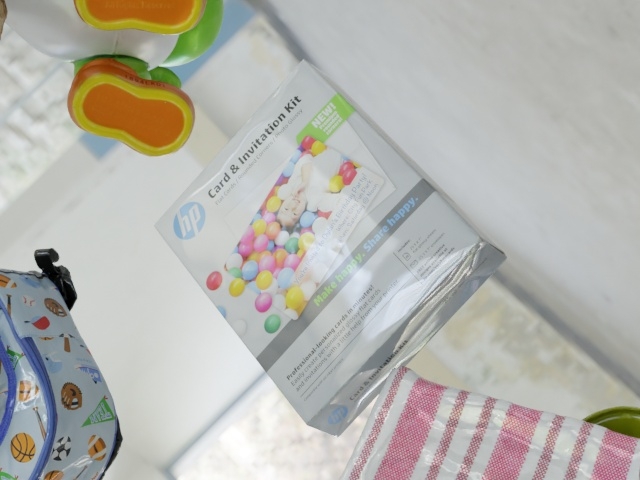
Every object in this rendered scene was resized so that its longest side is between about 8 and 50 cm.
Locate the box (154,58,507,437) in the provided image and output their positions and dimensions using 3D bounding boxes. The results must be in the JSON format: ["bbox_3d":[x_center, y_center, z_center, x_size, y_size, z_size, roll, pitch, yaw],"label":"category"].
[{"bbox_3d":[0.000,0.000,0.833,0.038,0.145,0.186,32,-166,-51],"label":"box"}]

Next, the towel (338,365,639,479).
[{"bbox_3d":[0.101,0.146,0.714,0.197,0.144,0.029,15,145,17],"label":"towel"}]

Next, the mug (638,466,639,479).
[{"bbox_3d":[0.195,0.023,0.480,0.150,0.169,0.113,0,137,22],"label":"mug"}]

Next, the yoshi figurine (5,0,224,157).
[{"bbox_3d":[-0.149,-0.201,1.243,0.203,0.204,0.362,54,-178,-25],"label":"yoshi figurine"}]

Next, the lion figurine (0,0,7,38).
[{"bbox_3d":[-0.337,-0.216,1.112,0.240,0.142,0.392,10,-164,-2],"label":"lion figurine"}]

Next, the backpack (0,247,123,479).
[{"bbox_3d":[-0.348,0.181,1.502,0.263,0.276,0.213,46,-154,27],"label":"backpack"}]

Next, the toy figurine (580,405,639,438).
[{"bbox_3d":[0.340,0.168,1.155,0.191,0.362,0.217,39,163,25],"label":"toy figurine"}]
